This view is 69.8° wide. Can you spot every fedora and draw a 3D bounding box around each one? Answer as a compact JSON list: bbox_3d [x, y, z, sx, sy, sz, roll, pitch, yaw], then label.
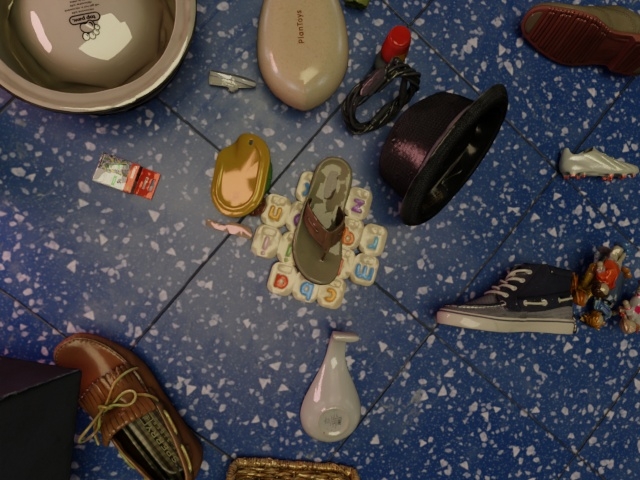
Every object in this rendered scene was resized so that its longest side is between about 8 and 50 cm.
[{"bbox_3d":[0.235,-0.197,0.957,0.153,0.334,0.334,38,85,22],"label":"fedora"}]

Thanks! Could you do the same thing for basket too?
[{"bbox_3d":[-0.058,0.597,0.922,0.300,0.213,0.222,11,90,-10],"label":"basket"}]

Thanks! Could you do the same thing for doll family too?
[{"bbox_3d":[0.679,0.124,1.098,0.263,0.118,0.163,40,78,-26],"label":"doll family"}]

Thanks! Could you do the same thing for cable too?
[{"bbox_3d":[0.126,-0.299,0.974,0.184,0.151,0.047,-46,63,29],"label":"cable"}]

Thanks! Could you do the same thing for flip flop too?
[{"bbox_3d":[0.012,-0.044,0.965,0.113,0.080,0.276,14,87,-9],"label":"flip flop"}]

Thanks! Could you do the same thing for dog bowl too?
[{"bbox_3d":[-0.437,-0.426,0.868,0.409,0.150,0.407,0,91,-10],"label":"dog bowl"}]

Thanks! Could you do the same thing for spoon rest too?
[{"bbox_3d":[0.033,0.320,1.009,0.138,0.084,0.276,7,104,-8],"label":"spoon rest"}]

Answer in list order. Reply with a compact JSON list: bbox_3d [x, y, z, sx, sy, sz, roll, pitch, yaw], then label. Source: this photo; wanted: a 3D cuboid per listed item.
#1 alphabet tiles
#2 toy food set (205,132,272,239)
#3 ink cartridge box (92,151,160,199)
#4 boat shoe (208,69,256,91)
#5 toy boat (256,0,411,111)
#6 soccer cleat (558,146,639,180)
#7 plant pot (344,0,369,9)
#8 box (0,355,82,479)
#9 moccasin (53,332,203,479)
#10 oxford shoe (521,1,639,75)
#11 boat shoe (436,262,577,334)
[{"bbox_3d":[0.000,0.000,1.014,0.285,0.021,0.277,16,86,-9],"label":"alphabet tiles"},{"bbox_3d":[-0.159,-0.111,0.967,0.128,0.071,0.217,9,84,22],"label":"toy food set"},{"bbox_3d":[-0.397,-0.131,0.941,0.115,0.029,0.062,20,88,-9],"label":"ink cartridge box"},{"bbox_3d":[-0.187,-0.333,0.972,0.100,0.035,0.035,8,117,-13],"label":"boat shoe"},{"bbox_3d":[0.027,-0.394,0.961,0.319,0.148,0.267,2,86,-2],"label":"toy boat"},{"bbox_3d":[0.670,-0.185,1.098,0.197,0.068,0.076,1,88,-7],"label":"soccer cleat"},{"bbox_3d":[0.086,-0.549,0.991,0.084,0.083,0.079,11,102,-9],"label":"plant pot"},{"bbox_3d":[-0.699,0.430,0.716,0.473,0.297,0.478,7,90,10],"label":"box"},{"bbox_3d":[-0.379,0.343,0.896,0.139,0.147,0.379,-32,96,-7],"label":"moccasin"},{"bbox_3d":[0.635,-0.492,1.077,0.349,0.123,0.130,15,63,-8],"label":"oxford shoe"},{"bbox_3d":[0.423,0.126,1.047,0.341,0.127,0.157,5,84,-17],"label":"boat shoe"}]
